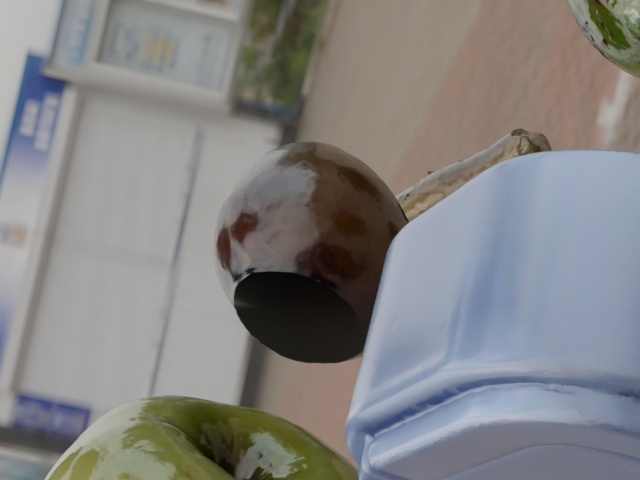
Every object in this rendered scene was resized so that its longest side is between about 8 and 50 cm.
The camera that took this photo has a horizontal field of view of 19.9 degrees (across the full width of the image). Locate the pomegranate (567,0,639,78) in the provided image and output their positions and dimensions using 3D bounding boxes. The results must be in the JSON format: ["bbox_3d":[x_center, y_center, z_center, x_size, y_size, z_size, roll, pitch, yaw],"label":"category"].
[{"bbox_3d":[0.264,-0.188,1.132,0.211,0.263,0.211,-160,90,-83],"label":"pomegranate"}]

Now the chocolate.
[{"bbox_3d":[0.000,0.000,1.380,0.177,0.177,0.176,-167,90,-83],"label":"chocolate"}]

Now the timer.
[{"bbox_3d":[0.197,0.088,0.989,0.395,0.395,0.173,121,162,-69],"label":"timer"}]

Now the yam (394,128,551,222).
[{"bbox_3d":[0.127,-0.050,1.818,0.241,0.057,0.057,-28,40,36],"label":"yam"}]

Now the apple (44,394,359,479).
[{"bbox_3d":[-0.087,0.231,1.231,0.262,0.262,0.262,-167,90,-83],"label":"apple"}]
